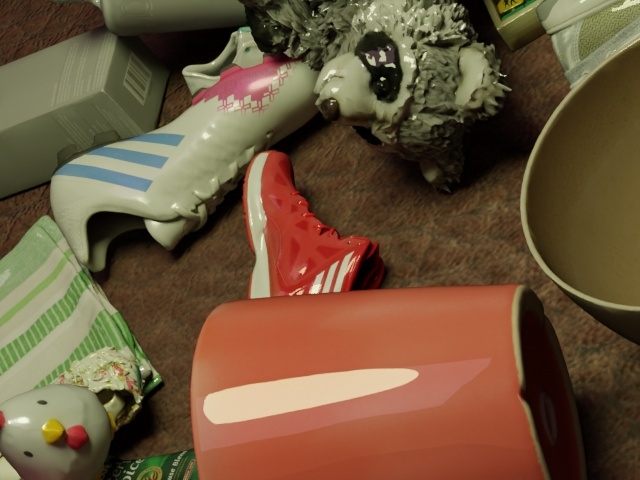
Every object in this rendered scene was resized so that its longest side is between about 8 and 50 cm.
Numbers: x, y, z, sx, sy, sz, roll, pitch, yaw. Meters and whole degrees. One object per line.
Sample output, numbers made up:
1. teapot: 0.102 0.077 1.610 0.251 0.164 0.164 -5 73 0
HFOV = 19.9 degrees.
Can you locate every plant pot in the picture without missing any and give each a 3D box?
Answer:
1. plant pot: 0.064 0.154 1.400 0.243 0.275 0.275 -13 46 16
2. plant pot: 0.320 -0.013 1.380 0.284 0.191 0.284 -22 44 22

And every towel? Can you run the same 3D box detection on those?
1. towel: -0.312 0.129 1.875 0.248 0.038 0.325 -42 40 0

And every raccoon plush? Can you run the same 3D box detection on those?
1. raccoon plush: 0.127 -0.265 1.742 0.299 0.216 0.446 40 71 15

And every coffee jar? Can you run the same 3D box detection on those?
1. coffee jar: -0.152 0.235 1.616 0.184 0.079 0.096 -9 49 33

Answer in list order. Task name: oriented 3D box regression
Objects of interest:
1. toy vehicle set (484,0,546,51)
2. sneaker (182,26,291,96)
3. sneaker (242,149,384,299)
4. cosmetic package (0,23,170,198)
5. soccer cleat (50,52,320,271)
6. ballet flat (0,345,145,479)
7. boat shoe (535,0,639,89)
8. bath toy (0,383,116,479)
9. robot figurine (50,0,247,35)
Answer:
1. toy vehicle set: 0.276 -0.312 1.812 0.266 0.035 0.166 -31 41 12
2. sneaker: -0.046 -0.200 1.920 0.212 0.094 0.080 -30 39 13
3. sneaker: 0.000 0.000 1.726 0.128 0.087 0.221 -15 58 17
4. cosmetic package: -0.302 -0.146 2.072 0.238 0.107 0.127 -19 43 29
5. soccer cleat: -0.123 -0.072 1.872 0.331 0.116 0.143 -24 64 16
6. ballet flat: -0.260 0.193 1.696 0.241 0.091 0.077 -44 36 -1
7. boat shoe: 0.355 -0.231 1.634 0.320 0.103 0.118 -22 4 17
8. bath toy: -0.252 0.285 1.534 0.151 0.129 0.348 -2 72 35
9. robot figurine: -0.128 -0.328 1.970 0.353 0.200 0.300 -6 13 -4
